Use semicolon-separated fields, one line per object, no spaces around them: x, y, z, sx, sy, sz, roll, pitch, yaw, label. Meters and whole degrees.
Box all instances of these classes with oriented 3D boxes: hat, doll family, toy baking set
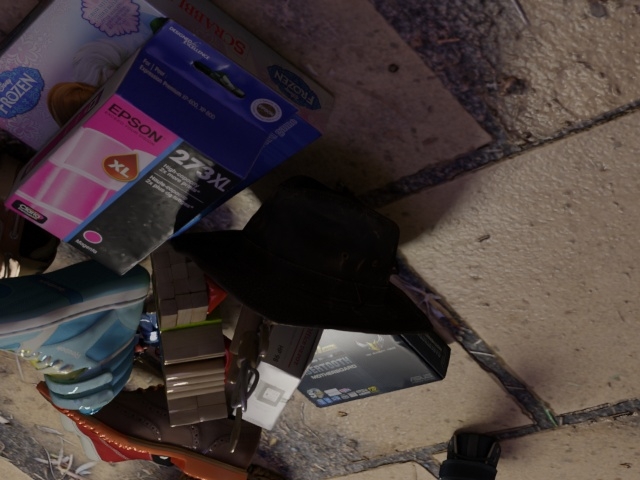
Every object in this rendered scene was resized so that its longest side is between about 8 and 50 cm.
0.000;0.000;1.517;0.331;0.331;0.134;20;104;-4;hat
-0.298;0.146;1.894;0.193;0.076;0.111;0;134;15;doll family
-0.090;0.133;1.650;0.030;0.256;0.197;18;-178;-9;toy baking set

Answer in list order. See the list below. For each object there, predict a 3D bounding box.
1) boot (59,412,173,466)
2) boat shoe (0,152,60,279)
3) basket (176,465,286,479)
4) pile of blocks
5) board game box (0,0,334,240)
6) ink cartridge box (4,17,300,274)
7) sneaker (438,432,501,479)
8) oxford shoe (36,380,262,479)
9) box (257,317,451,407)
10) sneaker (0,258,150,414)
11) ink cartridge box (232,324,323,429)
-0.309;0.288;2.060;0.176;0.088;0.244;4;148;14;boot
-0.417;0.010;1.736;0.120;0.122;0.324;9;141;1;boat shoe
-0.181;0.532;2.196;0.213;0.223;0.299;24;140;-9;basket
-0.168;0.126;1.791;0.112;0.149;0.362;-7;140;-10;pile of blocks
-0.204;-0.164;1.491;0.318;0.066;0.319;35;138;-22;board game box
-0.202;-0.094;1.475;0.176;0.069;0.371;34;136;-21;ink cartridge box
0.207;0.356;1.878;0.086;0.163;0.226;11;168;12;sneaker
-0.255;0.259;1.964;0.364;0.133;0.130;27;173;-26;oxford shoe
0.034;0.143;1.781;0.233;0.059;0.183;-18;129;36;box
-0.361;0.152;1.703;0.127;0.319;0.208;25;116;40;sneaker
-0.051;0.158;1.703;0.060;0.104;0.180;25;139;-3;ink cartridge box
